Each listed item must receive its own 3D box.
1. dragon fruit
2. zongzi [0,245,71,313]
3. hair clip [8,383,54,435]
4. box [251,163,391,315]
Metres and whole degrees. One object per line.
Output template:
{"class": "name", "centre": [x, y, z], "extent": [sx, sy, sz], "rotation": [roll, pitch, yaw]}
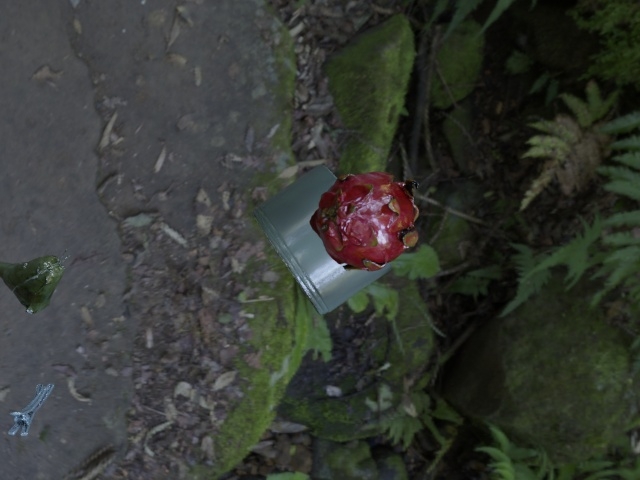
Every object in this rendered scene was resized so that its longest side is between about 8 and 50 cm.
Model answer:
{"class": "dragon fruit", "centre": [0.061, -0.023, 0.940], "extent": [0.166, 0.136, 0.133], "rotation": [-41, 133, -64]}
{"class": "zongzi", "centre": [-0.496, 0.035, 1.256], "extent": [0.130, 0.154, 0.062], "rotation": [45, 35, 10]}
{"class": "hair clip", "centre": [-0.461, 0.260, 1.177], "extent": [0.030, 0.115, 0.039], "rotation": [4, 114, 2]}
{"class": "box", "centre": [0.000, 0.000, 1.296], "extent": [0.149, 0.226, 0.226], "rotation": [-34, 99, -4]}
